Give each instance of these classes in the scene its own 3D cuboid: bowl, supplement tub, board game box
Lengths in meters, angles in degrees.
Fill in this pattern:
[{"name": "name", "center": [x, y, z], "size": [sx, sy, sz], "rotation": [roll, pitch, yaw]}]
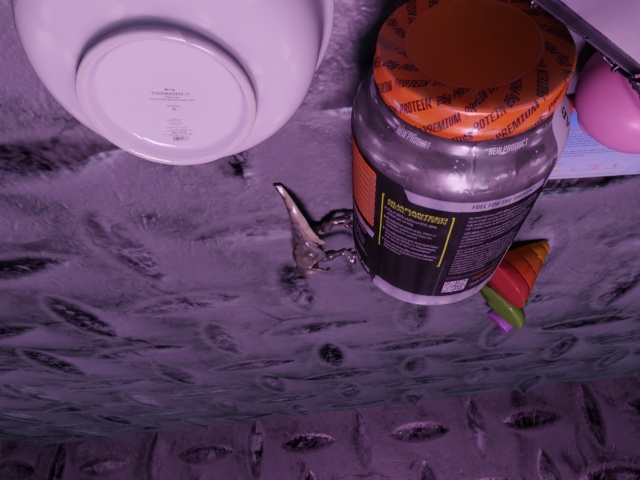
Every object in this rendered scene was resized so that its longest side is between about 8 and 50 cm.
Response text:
[{"name": "bowl", "center": [-0.130, -0.164, 0.414], "size": [0.298, 0.134, 0.297], "rotation": [-3, 148, -2]}, {"name": "supplement tub", "center": [0.138, -0.078, 0.525], "size": [0.207, 0.207, 0.338], "rotation": [-6, 150, 1]}, {"name": "board game box", "center": [0.448, -0.144, 0.638], "size": [0.282, 0.027, 0.145], "rotation": [-4, 150, -3]}]

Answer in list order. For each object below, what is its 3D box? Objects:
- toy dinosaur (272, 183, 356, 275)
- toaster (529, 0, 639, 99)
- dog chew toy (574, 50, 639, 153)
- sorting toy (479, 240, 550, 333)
[{"name": "toy dinosaur", "center": [0.000, 0.000, 0.779], "size": [0.118, 0.064, 0.268], "rotation": [-1, 146, 6]}, {"name": "toaster", "center": [0.206, -0.223, 0.333], "size": [0.186, 0.167, 0.110], "rotation": [15, 143, -29]}, {"name": "dog chew toy", "center": [0.375, -0.182, 0.405], "size": [0.207, 0.206, 0.332], "rotation": [5, 164, -17]}, {"name": "sorting toy", "center": [0.429, 0.098, 0.998], "size": [0.126, 0.127, 0.365], "rotation": [-39, 148, -2]}]
